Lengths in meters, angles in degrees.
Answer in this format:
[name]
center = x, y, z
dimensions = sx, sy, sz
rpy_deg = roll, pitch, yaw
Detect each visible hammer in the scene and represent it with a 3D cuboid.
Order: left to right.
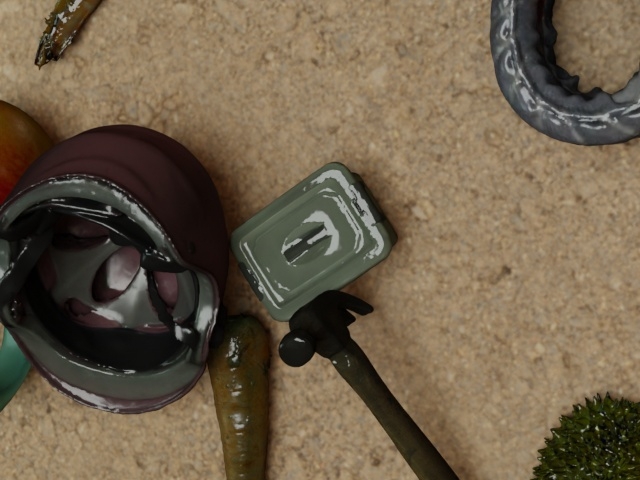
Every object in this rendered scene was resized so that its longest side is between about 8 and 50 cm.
[hammer]
center = 0.111, 0.242, 1.521
dimensions = 0.044, 0.168, 0.440
rpy_deg = -32, 99, 26

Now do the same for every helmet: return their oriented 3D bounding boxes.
[helmet]
center = -0.223, 0.014, 1.581
dimensions = 0.271, 0.197, 0.338
rpy_deg = 8, 135, 11

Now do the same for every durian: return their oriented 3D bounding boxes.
[durian]
center = 0.285, 0.265, 1.500
dimensions = 0.137, 0.095, 0.221
rpy_deg = 21, 96, 16

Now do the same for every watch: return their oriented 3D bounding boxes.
[watch]
center = -0.411, 0.107, 1.658
dimensions = 0.068, 0.237, 0.195
rpy_deg = 4, 74, 22

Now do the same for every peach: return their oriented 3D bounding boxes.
[peach]
center = -0.388, -0.068, 1.662
dimensions = 0.197, 0.197, 0.197
rpy_deg = 2, 96, 20

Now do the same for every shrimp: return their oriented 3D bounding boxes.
[shrimp]
center = -0.320, -0.301, 1.692
dimensions = 0.124, 0.034, 0.178
rpy_deg = 40, 106, 15

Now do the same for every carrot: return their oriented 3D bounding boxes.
[carrot]
center = -0.089, 0.233, 1.651
dimensions = 0.078, 0.078, 0.298
rpy_deg = 1, 102, 20

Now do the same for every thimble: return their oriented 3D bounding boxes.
[thimble]
center = 0.273, -0.211, 1.414
dimensions = 0.205, 0.172, 0.236
rpy_deg = -27, 89, 18

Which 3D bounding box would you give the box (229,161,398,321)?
[box]
center = 0.000, 0.000, 1.574
dimensions = 0.172, 0.093, 0.124
rpy_deg = -33, 83, 20
